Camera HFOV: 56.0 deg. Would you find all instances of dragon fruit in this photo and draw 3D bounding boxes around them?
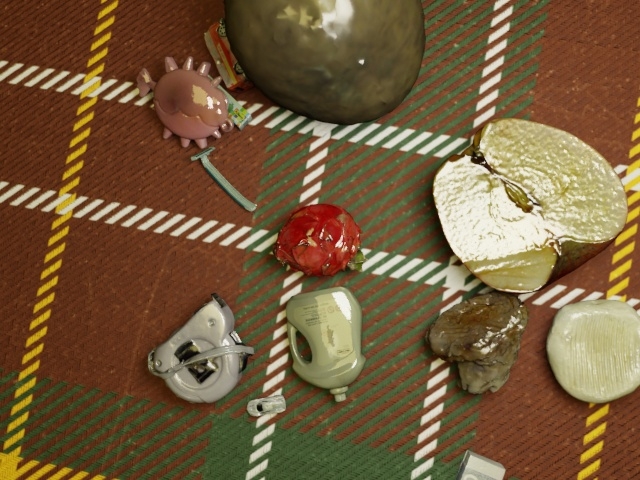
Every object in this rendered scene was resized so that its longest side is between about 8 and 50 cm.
[{"bbox_3d":[0.000,0.000,1.354,0.209,0.172,0.172,6,86,-10],"label":"dragon fruit"}]

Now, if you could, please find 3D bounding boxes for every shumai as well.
[{"bbox_3d":[0.367,0.224,1.329,0.218,0.184,0.185,-37,120,5],"label":"shumai"}]

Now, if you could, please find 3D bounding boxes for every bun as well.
[{"bbox_3d":[0.602,0.234,1.311,0.231,0.133,0.231,0,91,12],"label":"bun"}]

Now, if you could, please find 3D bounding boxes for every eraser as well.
[{"bbox_3d":[0.333,0.590,1.346,0.091,0.046,0.213,21,88,5],"label":"eraser"}]

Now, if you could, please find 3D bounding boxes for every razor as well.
[{"bbox_3d":[-0.227,-0.139,1.447,0.191,0.037,0.068,48,48,2],"label":"razor"}]

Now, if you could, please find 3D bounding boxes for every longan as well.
[{"bbox_3d":[0.008,-0.459,1.274,0.404,0.436,0.404,-15,62,31],"label":"longan"}]

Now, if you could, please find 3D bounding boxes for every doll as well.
[{"bbox_3d":[-0.319,-0.326,1.419,0.261,0.093,0.211,22,112,10],"label":"doll"}]

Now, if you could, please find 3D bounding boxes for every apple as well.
[{"bbox_3d":[0.425,-0.077,1.276,0.328,0.295,0.365,-31,73,-38],"label":"apple"}]

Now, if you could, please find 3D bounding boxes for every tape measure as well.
[{"bbox_3d":[-0.267,0.270,1.379,0.236,0.120,0.197,-42,86,4],"label":"tape measure"}]

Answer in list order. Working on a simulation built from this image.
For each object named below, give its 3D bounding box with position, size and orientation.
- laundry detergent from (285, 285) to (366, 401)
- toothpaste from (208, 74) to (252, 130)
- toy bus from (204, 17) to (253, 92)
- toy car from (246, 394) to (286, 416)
[{"bbox_3d":[0.018,0.239,1.373,0.181,0.091,0.253,-11,85,5],"label":"laundry detergent"},{"bbox_3d":[-0.238,-0.337,1.464,0.164,0.034,0.046,44,86,6],"label":"toothpaste"},{"bbox_3d":[-0.218,-0.442,1.449,0.077,0.079,0.174,-28,84,20],"label":"toy bus"},{"bbox_3d":[-0.127,0.387,1.404,0.093,0.025,0.041,-12,84,3],"label":"toy car"}]
